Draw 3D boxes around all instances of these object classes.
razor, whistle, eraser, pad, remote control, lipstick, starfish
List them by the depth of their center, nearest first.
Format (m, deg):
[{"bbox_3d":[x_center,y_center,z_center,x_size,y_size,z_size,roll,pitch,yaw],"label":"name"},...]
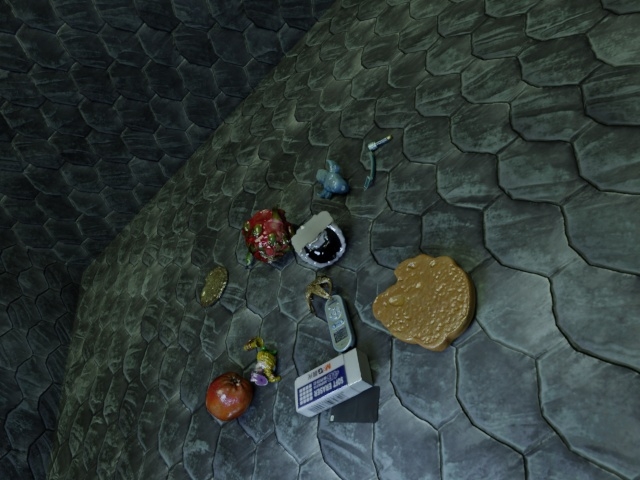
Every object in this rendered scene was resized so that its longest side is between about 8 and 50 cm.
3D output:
[{"bbox_3d":[0.110,0.539,1.492,0.193,0.004,0.116,-19,48,38],"label":"pad"},{"bbox_3d":[0.039,0.484,1.541,0.279,0.081,0.124,-34,38,23],"label":"eraser"},{"bbox_3d":[0.072,0.306,1.678,0.087,0.047,0.244,-34,41,19],"label":"remote control"},{"bbox_3d":[-0.007,0.208,1.778,0.146,0.074,0.190,-47,17,-3],"label":"starfish"},{"bbox_3d":[-0.293,0.442,1.961,0.109,0.046,0.057,-23,61,42],"label":"whistle"},{"bbox_3d":[0.223,-0.319,2.009,0.068,0.037,0.191,105,176,-54],"label":"razor"},{"bbox_3d":[0.272,-0.443,2.055,0.116,0.037,0.037,-22,47,28],"label":"lipstick"},{"bbox_3d":[0.049,-0.276,2.111,0.269,0.093,0.180,36,115,54],"label":"whistle"}]

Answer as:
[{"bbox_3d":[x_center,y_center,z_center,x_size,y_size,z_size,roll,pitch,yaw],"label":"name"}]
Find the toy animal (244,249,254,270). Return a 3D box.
[{"bbox_3d":[-0.346,0.056,2.313,0.075,0.041,0.217,-30,39,30],"label":"toy animal"}]

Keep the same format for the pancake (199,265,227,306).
[{"bbox_3d":[-0.566,0.244,2.406,0.212,0.029,0.235,7,68,48],"label":"pancake"}]

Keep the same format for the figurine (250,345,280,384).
[{"bbox_3d":[-0.204,0.496,1.806,0.156,0.114,0.095,-78,6,-56],"label":"figurine"}]

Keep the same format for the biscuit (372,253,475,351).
[{"bbox_3d":[0.337,0.191,1.480,0.351,0.057,0.312,4,65,46],"label":"biscuit"}]

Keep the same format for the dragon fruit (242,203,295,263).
[{"bbox_3d":[-0.240,-0.030,2.122,0.231,0.237,0.303,-27,30,0],"label":"dragon fruit"}]

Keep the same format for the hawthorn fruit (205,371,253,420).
[{"bbox_3d":[-0.366,0.630,1.795,0.179,0.179,0.200,32,103,52],"label":"hawthorn fruit"}]

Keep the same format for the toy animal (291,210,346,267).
[{"bbox_3d":[0.000,0.000,1.902,0.208,0.156,0.204,-41,37,4],"label":"toy animal"}]
